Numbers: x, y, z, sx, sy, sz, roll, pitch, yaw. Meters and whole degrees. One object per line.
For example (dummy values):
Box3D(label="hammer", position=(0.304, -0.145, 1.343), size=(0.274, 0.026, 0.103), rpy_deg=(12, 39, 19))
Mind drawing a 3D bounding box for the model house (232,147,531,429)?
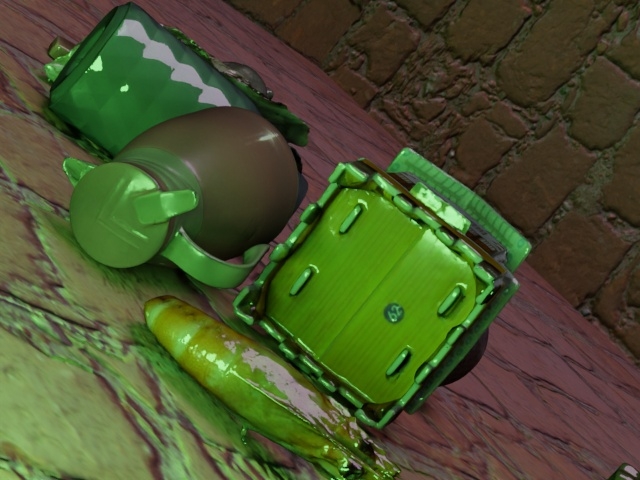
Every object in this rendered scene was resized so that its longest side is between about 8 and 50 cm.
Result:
Box3D(label="model house", position=(0.062, 0.047, 1.551), size=(0.198, 0.224, 0.215), rpy_deg=(39, 13, 12))

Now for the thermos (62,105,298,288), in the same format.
Box3D(label="thermos", position=(-0.118, -0.031, 1.456), size=(0.176, 0.146, 0.265), rpy_deg=(36, 17, 8))

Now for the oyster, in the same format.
Box3D(label="oyster", position=(-0.169, -0.162, 1.923), size=(0.351, 0.162, 0.158), rpy_deg=(22, 47, -34))

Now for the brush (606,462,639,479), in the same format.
Box3D(label="brush", position=(0.281, 0.314, 1.521), size=(0.071, 0.084, 0.301), rpy_deg=(42, 21, -16))

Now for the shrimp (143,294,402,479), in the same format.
Box3D(label="shrimp", position=(-0.041, 0.121, 1.265), size=(0.248, 0.068, 0.150), rpy_deg=(39, 2, 26))

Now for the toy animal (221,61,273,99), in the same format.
Box3D(label="toy animal", position=(-0.156, -0.197, 2.147), size=(0.236, 0.138, 0.108), rpy_deg=(23, 52, -72))

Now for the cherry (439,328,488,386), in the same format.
Box3D(label="cherry", position=(0.099, 0.082, 1.776), size=(0.176, 0.140, 0.176), rpy_deg=(42, -15, 14))

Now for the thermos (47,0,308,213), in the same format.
Box3D(label="thermos", position=(-0.143, -0.121, 1.762), size=(0.286, 0.145, 0.182), rpy_deg=(38, 15, -17))

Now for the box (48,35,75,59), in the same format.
Box3D(label="box", position=(-0.281, -0.208, 1.999), size=(0.115, 0.025, 0.048), rpy_deg=(36, 8, -18))
